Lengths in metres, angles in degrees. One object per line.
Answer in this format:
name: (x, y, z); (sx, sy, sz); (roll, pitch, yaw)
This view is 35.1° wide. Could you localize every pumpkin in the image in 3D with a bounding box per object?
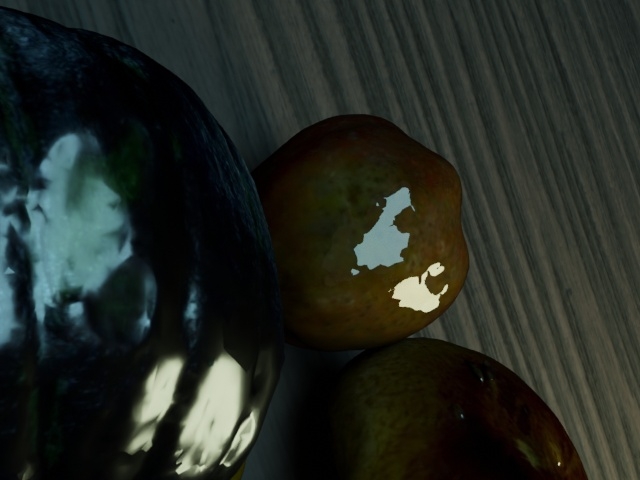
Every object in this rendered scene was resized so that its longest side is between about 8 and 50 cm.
pumpkin: (-0.199, 0.039, 0.517); (0.363, 0.363, 0.266); (1, 75, -46)

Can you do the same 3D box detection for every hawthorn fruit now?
hawthorn fruit: (0.000, 0.000, 0.876); (0.248, 0.208, 0.208); (-15, 89, -28)

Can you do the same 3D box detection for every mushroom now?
mushroom: (0.102, 0.253, 0.904); (0.345, 0.260, 0.345); (51, 19, -25)

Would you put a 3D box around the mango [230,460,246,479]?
mango: (-0.125, 0.174, 0.750); (0.111, 0.089, 0.163); (50, 56, -7)
